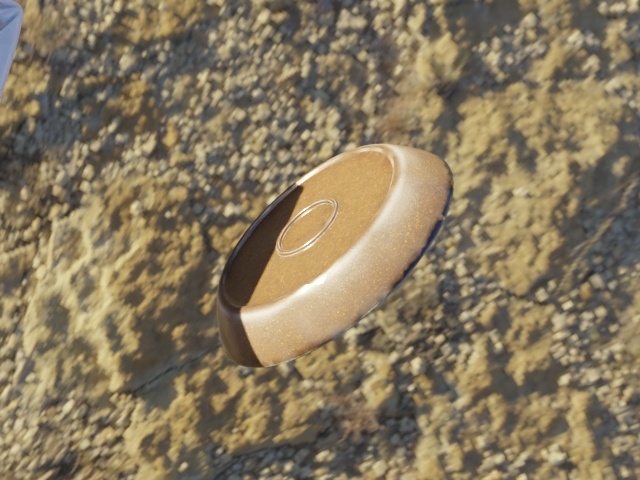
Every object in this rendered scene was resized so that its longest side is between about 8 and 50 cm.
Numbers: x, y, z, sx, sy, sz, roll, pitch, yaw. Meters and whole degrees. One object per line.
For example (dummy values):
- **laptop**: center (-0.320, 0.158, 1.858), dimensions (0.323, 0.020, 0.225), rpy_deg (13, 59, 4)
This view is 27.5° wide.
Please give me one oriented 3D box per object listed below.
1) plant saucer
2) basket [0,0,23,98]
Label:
- **plant saucer**: center (0.000, 0.000, 0.749), dimensions (0.029, 0.168, 0.168), rpy_deg (49, 58, -23)
- **basket**: center (-0.252, -0.080, 0.719), dimensions (0.113, 0.103, 0.167), rpy_deg (36, 46, -36)
